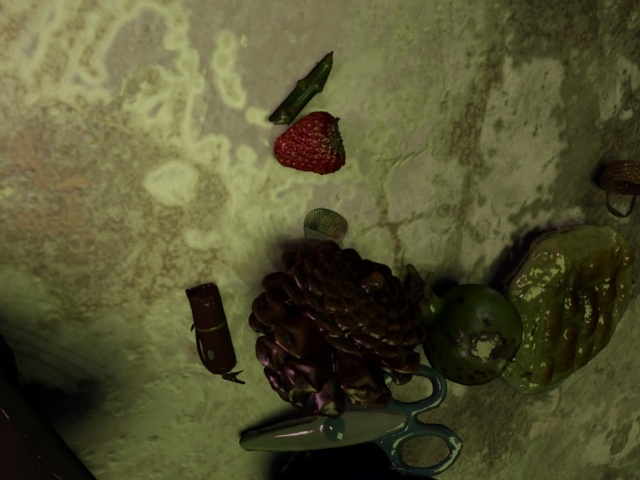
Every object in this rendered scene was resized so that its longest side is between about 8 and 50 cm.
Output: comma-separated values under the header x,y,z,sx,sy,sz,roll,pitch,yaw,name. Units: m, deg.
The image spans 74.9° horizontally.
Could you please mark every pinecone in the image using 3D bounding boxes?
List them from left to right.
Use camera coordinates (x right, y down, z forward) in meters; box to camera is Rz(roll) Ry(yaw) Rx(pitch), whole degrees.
x,y,z,sx,sy,sz,roll,pitch,yaw,name
0.013,0.107,0.478,0.208,0.208,0.207,-6,107,-19,pinecone

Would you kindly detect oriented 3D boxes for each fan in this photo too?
x,y,z,sx,sy,sz,roll,pitch,yaw,name
-0.003,-0.008,0.538,0.080,0.003,0.060,-41,114,-5,fan

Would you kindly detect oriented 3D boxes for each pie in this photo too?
x,y,z,sx,sy,sz,roll,pitch,yaw,name
0.396,0.109,0.675,0.307,0.071,0.306,-8,109,-25,pie

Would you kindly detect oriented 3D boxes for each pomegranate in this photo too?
x,y,z,sx,sy,sz,roll,pitch,yaw,name
0.190,0.120,0.576,0.169,0.148,0.148,21,97,-18,pomegranate

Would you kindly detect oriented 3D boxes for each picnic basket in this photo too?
x,y,z,sx,sy,sz,roll,pitch,yaw,name
0.472,-0.078,0.655,0.072,0.072,0.083,20,85,-24,picnic basket

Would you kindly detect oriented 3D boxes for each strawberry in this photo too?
x,y,z,sx,sy,sz,roll,pitch,yaw,name
-0.011,-0.109,0.479,0.083,0.073,0.073,-9,113,21,strawberry

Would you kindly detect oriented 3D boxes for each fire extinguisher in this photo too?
x,y,z,sx,sy,sz,roll,pitch,yaw,name
-0.129,0.120,0.509,0.056,0.039,0.132,-3,110,15,fire extinguisher

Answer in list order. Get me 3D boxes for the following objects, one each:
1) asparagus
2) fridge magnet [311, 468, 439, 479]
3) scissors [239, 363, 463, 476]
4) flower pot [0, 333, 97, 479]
x,y,z,sx,sy,sz,roll,pitch,yaw,name
-0.017,-0.169,0.472,0.108,0.025,0.021,-50,157,-3,asparagus
0.061,0.365,0.552,0.266,0.265,0.112,12,57,-23,fridge magnet
0.031,0.247,0.552,0.289,0.041,0.137,-12,69,7,scissors
-0.297,0.247,0.263,0.251,0.379,0.379,20,99,10,flower pot
